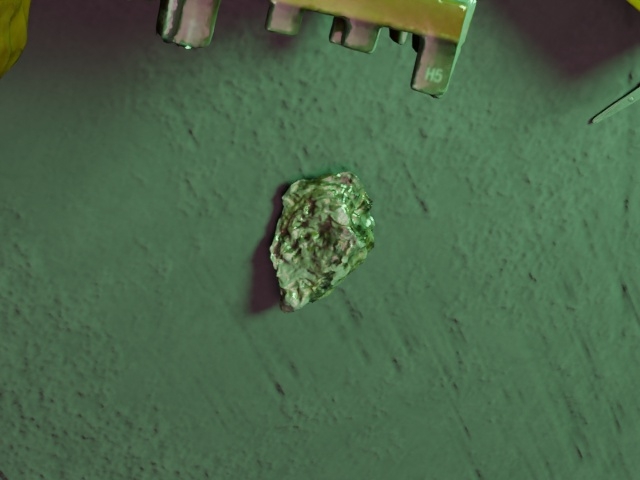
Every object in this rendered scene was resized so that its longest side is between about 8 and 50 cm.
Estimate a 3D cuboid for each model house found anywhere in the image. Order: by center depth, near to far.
[{"bbox_3d":[0.000,-0.219,0.963,0.224,0.198,0.215,10,105,-18],"label":"model house"}]

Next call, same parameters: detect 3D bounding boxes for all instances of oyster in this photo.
[{"bbox_3d":[-0.001,0.000,1.192,0.098,0.037,0.100,-23,123,1],"label":"oyster"}]

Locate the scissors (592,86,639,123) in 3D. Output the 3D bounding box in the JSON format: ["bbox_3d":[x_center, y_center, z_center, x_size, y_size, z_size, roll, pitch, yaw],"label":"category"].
[{"bbox_3d":[0.243,-0.113,1.200,0.083,0.006,0.036,-32,121,7],"label":"scissors"}]

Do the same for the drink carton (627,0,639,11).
[{"bbox_3d":[0.346,-0.262,1.003,0.154,0.111,0.351,36,128,-22],"label":"drink carton"}]

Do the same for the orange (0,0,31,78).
[{"bbox_3d":[-0.334,-0.167,0.859,0.340,0.293,0.341,-20,139,-19],"label":"orange"}]
